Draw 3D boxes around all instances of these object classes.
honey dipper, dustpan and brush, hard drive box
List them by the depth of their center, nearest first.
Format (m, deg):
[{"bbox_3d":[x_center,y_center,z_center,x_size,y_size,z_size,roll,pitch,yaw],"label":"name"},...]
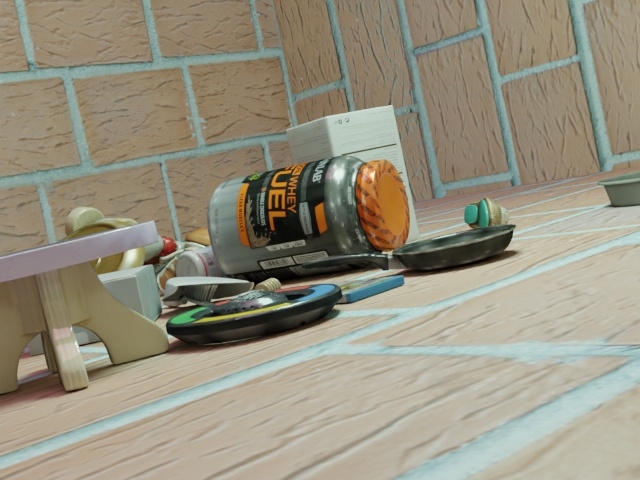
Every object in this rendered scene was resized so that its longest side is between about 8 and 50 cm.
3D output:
[{"bbox_3d":[-0.112,0.091,1.499,0.030,0.031,0.160,-9,7,31],"label":"honey dipper"},{"bbox_3d":[-0.358,0.104,1.561,0.181,0.089,0.232,-12,3,-2],"label":"hard drive box"},{"bbox_3d":[-0.224,0.093,1.688,0.147,0.060,0.211,-1,3,-33],"label":"dustpan and brush"}]

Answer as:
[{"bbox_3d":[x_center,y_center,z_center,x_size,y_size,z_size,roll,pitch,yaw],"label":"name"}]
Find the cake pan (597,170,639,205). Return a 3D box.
[{"bbox_3d":[0.705,-0.118,1.952,0.293,0.054,0.293,-12,3,1],"label":"cake pan"}]

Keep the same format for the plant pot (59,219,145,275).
[{"bbox_3d":[-0.439,0.051,1.840,0.236,0.236,0.032,-10,-39,23],"label":"plant pot"}]

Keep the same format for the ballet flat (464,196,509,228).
[{"bbox_3d":[0.346,-0.052,1.994,0.067,0.073,0.206,3,6,-4],"label":"ballet flat"}]

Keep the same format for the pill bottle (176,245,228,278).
[{"bbox_3d":[-0.198,0.050,1.931,0.160,0.087,0.087,-14,4,-42],"label":"pill bottle"}]

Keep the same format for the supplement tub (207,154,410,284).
[{"bbox_3d":[-0.021,-0.039,1.803,0.337,0.207,0.207,-10,4,26],"label":"supplement tub"}]

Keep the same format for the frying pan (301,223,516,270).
[{"bbox_3d":[0.149,0.024,1.514,0.326,0.053,0.197,-14,4,-14],"label":"frying pan"}]

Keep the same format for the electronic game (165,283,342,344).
[{"bbox_3d":[-0.085,0.088,1.256,0.229,0.048,0.229,-12,4,1],"label":"electronic game"}]

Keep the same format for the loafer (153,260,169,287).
[{"bbox_3d":[-0.392,0.071,2.252,0.096,0.084,0.267,-10,4,31],"label":"loafer"}]

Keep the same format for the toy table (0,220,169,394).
[{"bbox_3d":[-0.314,0.084,1.164,0.274,0.161,0.252,-13,4,-9],"label":"toy table"}]

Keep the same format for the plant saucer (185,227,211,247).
[{"bbox_3d":[-0.191,0.015,2.104,0.199,0.037,0.200,19,-5,2],"label":"plant saucer"}]

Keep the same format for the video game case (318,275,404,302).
[{"bbox_3d":[0.021,0.074,1.407,0.166,0.015,0.119,-9,4,44],"label":"video game case"}]

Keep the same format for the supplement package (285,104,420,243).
[{"bbox_3d":[0.068,-0.119,2.084,0.175,0.293,0.177,-14,4,-31],"label":"supplement package"}]

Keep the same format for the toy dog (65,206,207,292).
[{"bbox_3d":[-0.381,0.050,2.044,0.333,0.161,0.220,22,-6,-29],"label":"toy dog"}]
